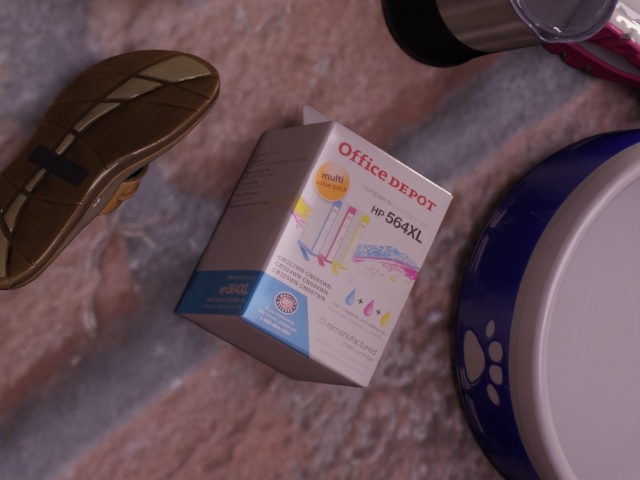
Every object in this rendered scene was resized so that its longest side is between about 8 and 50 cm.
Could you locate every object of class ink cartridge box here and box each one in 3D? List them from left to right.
[{"bbox_3d":[0.000,0.000,1.025,0.092,0.090,0.143,31,76,-24],"label":"ink cartridge box"}]

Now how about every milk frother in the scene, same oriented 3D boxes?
[{"bbox_3d":[0.079,-0.173,1.046,0.143,0.135,0.129,1,88,-28],"label":"milk frother"}]

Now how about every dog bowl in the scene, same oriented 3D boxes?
[{"bbox_3d":[0.220,0.061,1.118,0.265,0.104,0.265,-3,97,-25],"label":"dog bowl"}]

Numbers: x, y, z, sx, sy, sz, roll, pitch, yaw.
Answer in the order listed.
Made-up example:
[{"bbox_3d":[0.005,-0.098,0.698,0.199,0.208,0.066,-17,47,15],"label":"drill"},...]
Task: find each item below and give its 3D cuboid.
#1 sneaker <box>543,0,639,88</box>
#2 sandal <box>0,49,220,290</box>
[{"bbox_3d":[0.261,-0.126,1.161,0.252,0.103,0.111,34,75,-24],"label":"sneaker"},{"bbox_3d":[-0.127,-0.038,0.977,0.072,0.049,0.180,32,69,22],"label":"sandal"}]
